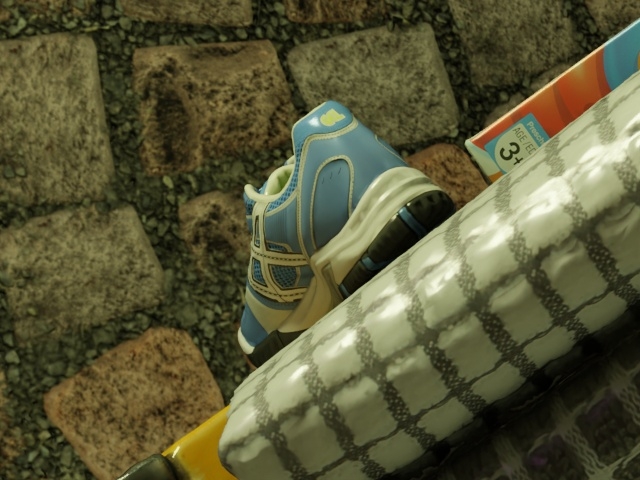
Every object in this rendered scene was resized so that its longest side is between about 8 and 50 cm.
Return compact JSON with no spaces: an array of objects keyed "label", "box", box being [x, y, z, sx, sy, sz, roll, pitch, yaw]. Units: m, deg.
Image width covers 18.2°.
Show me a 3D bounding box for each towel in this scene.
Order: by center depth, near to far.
[{"label":"towel","box":[0.109,0.015,0.646,0.235,0.121,0.283,-38,-1,13]}]

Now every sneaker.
[{"label":"sneaker","box":[0.000,0.000,1.013,0.080,0.081,0.211,-33,-10,-31]}]

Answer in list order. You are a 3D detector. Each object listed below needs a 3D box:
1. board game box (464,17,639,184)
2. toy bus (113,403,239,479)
[{"label":"board game box","box":[0.222,-0.068,0.946,0.275,0.142,0.144,-36,-3,7]},{"label":"toy bus","box":[-0.037,0.138,0.926,0.332,0.108,0.130,-33,-6,-41]}]
